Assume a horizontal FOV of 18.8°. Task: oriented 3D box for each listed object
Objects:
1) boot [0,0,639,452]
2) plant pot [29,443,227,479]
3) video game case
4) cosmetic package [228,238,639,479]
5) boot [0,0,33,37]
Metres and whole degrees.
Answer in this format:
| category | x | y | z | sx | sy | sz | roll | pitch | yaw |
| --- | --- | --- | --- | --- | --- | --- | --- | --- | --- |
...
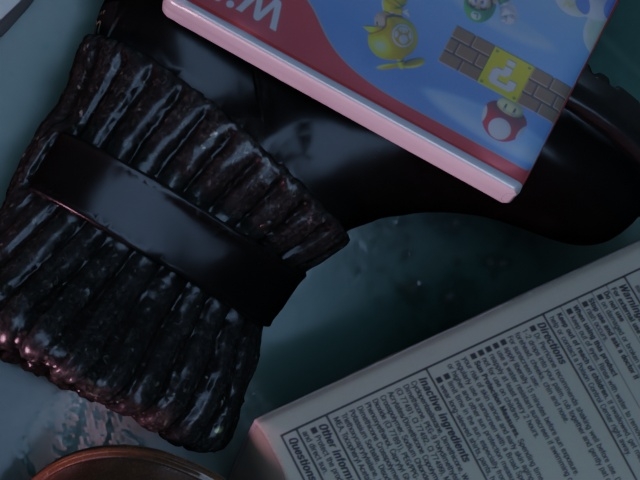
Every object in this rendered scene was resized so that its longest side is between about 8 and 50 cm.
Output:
| category | x | y | z | sx | sy | sz | roll | pitch | yaw |
| --- | --- | --- | --- | --- | --- | --- | --- | --- | --- |
| boot | -0.002 | 0.000 | 1.034 | 0.348 | 0.131 | 0.260 | 20 | 76 | -3 |
| plant pot | -0.110 | 0.214 | 0.948 | 0.167 | 0.165 | 0.167 | 6 | 116 | 13 |
| video game case | 0.073 | -0.187 | 1.008 | 0.204 | 0.025 | 0.285 | 29 | 73 | -1 |
| cosmetic package | 0.117 | 0.116 | 1.046 | 0.296 | 0.129 | 0.153 | -22 | 74 | -17 |
| boot | -0.225 | -0.108 | 0.990 | 0.086 | 0.069 | 0.190 | 40 | 47 | -5 |
